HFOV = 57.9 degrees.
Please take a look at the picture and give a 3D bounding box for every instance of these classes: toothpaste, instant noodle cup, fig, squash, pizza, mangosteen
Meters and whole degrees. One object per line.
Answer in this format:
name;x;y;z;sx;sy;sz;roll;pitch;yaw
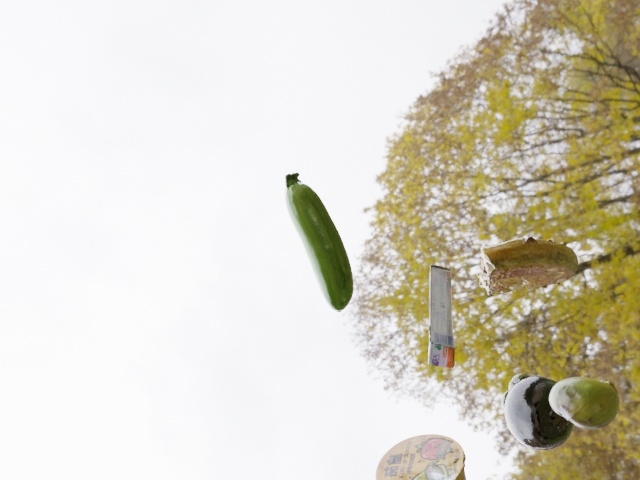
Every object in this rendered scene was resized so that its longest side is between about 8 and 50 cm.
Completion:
toothpaste;0.188;0.112;0.904;0.196;0.040;0.047;-74;-15;-56
instant noodle cup;0.255;0.590;1.360;0.216;0.216;0.172;-34;-70;-43
fig;0.623;0.385;1.371;0.153;0.136;0.120;7;-96;0
squash;0.000;0.000;1.544;0.107;0.107;0.395;-24;-89;-44
pizza;0.453;0.059;1.330;0.336;0.226;0.086;5;-117;-36
mangosteen;0.662;0.524;1.779;0.243;0.243;0.243;17;-119;-34
